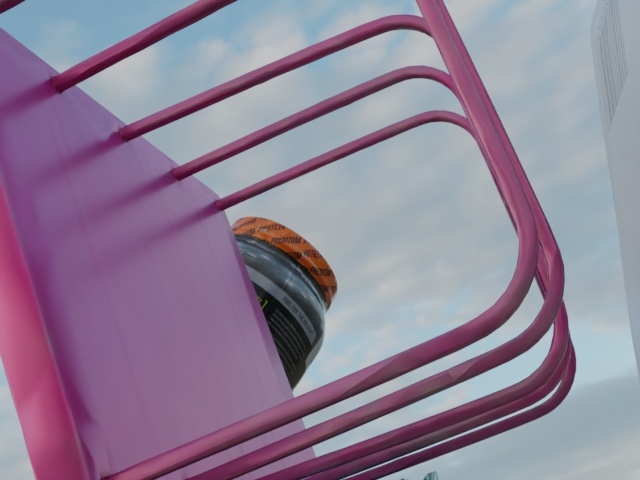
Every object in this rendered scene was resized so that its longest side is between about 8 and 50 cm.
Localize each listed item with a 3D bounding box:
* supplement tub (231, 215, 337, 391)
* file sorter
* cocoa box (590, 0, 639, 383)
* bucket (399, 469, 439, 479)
[{"bbox_3d":[-0.074,0.081,0.726,0.190,0.117,0.117,-53,-4,-29],"label":"supplement tub"},{"bbox_3d":[0.000,0.000,0.481,0.182,0.202,0.290,-24,-18,9],"label":"file sorter"},{"bbox_3d":[0.253,-0.082,0.427,0.228,0.231,0.347,-5,-19,6],"label":"cocoa box"},{"bbox_3d":[-0.044,0.233,0.516,0.281,0.183,0.281,-14,-14,-4],"label":"bucket"}]
